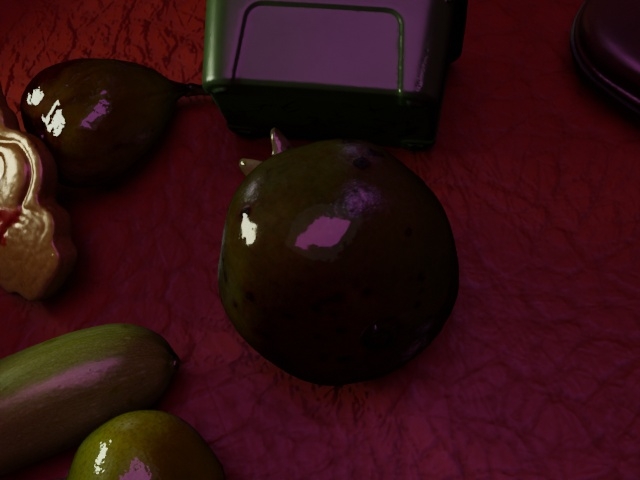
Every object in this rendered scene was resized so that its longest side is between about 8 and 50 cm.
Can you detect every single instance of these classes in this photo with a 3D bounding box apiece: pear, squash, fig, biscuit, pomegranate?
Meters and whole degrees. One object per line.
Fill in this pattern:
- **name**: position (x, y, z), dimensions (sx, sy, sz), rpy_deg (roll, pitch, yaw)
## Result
- **pear**: position (-0.215, 0.273, 0.960), dimensions (0.216, 0.166, 0.180), rpy_deg (7, 83, 20)
- **squash**: position (-0.287, 0.171, 1.024), dimensions (0.247, 0.132, 0.132), rpy_deg (-23, 67, -7)
- **fig**: position (-0.254, -0.176, 1.170), dimensions (0.274, 0.145, 0.170), rpy_deg (-19, 68, -17)
- **biscuit**: position (-0.426, -0.066, 1.128), dimensions (0.202, 0.047, 0.333), rpy_deg (-47, 69, 22)
- **pomegranate**: position (0.024, 0.006, 1.007), dimensions (0.291, 0.290, 0.323), rpy_deg (-4, 32, 4)

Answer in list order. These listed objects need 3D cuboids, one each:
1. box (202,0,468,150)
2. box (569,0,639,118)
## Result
- **box**: position (0.015, -0.226, 1.102), dimensions (0.329, 0.252, 0.177), rpy_deg (3, 77, 8)
- **box**: position (0.519, -0.320, 1.161), dimensions (0.263, 0.108, 0.404), rpy_deg (40, 76, 19)
